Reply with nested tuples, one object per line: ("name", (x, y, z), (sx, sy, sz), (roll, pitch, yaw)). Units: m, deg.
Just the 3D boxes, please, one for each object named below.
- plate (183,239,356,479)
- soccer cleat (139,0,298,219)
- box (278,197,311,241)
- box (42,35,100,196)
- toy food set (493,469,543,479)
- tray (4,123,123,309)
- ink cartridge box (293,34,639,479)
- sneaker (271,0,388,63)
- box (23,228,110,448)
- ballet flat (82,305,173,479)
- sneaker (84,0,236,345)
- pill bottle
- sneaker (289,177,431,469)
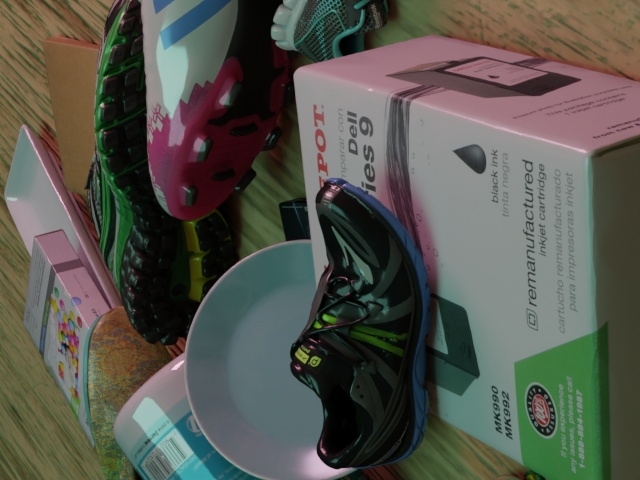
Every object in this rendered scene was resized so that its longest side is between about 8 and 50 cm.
("plate", (-0.013, 0.093, 1.216), (0.188, 0.188, 0.024), (63, -173, 19))
("soccer cleat", (-0.089, -0.176, 1.233), (0.143, 0.116, 0.331), (36, 127, 27))
("box", (0.000, 0.000, 1.270), (0.083, 0.018, 0.067), (3, 106, 59))
("box", (-0.218, -0.115, 1.590), (0.201, 0.021, 0.164), (19, 119, 56))
("toy food set", (0.144, 0.203, 1.118), (0.082, 0.020, 0.083), (-44, 65, 58))
("tray", (-0.274, 0.015, 1.741), (0.270, 0.030, 0.145), (61, 149, 23))
("ink cartridge box", (0.114, 0.005, 0.970), (0.289, 0.121, 0.211), (23, 124, 54))
("sneaker", (0.022, -0.182, 1.119), (0.076, 0.065, 0.166), (42, 144, 19))
("box", (-0.255, 0.104, 1.683), (0.186, 0.038, 0.145), (53, 145, 31))
("ballet flat", (-0.152, 0.231, 1.572), (0.123, 0.123, 0.348), (27, 126, 53))
("sneaker", (-0.156, -0.077, 1.387), (0.146, 0.134, 0.343), (45, 140, 42))
("pill bottle", (-0.038, 0.211, 1.284), (0.264, 0.146, 0.146), (52, 146, 12))
("sneaker", (0.020, 0.055, 0.950), (0.067, 0.078, 0.188), (27, 127, 53))
